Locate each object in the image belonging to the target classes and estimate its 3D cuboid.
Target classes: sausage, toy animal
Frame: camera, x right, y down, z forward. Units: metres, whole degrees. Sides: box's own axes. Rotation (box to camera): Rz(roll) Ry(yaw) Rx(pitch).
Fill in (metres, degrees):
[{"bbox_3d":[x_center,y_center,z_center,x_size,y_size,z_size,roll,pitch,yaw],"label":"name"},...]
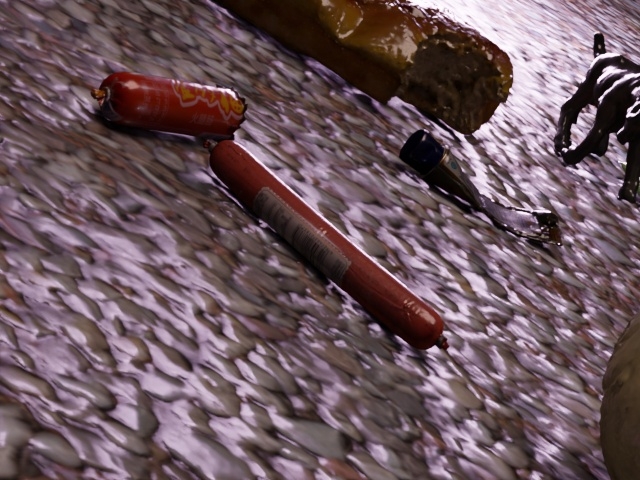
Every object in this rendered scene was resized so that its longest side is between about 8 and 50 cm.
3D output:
[{"bbox_3d":[0.000,0.000,1.395,0.253,0.034,0.034,42,21,27],"label":"sausage"},{"bbox_3d":[-0.118,-0.103,1.461,0.145,0.048,0.050,5,69,-51],"label":"sausage"},{"bbox_3d":[0.321,-0.138,2.084,0.084,0.148,0.233,27,19,-17],"label":"toy animal"}]

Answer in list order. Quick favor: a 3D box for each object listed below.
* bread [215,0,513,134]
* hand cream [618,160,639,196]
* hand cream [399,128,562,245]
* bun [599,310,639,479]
[{"bbox_3d":[0.017,-0.231,1.914,0.380,0.109,0.185,34,18,4],"label":"bread"},{"bbox_3d":[0.377,-0.040,2.081,0.095,0.046,0.175,24,17,-13],"label":"hand cream"},{"bbox_3d":[0.144,-0.043,1.744,0.163,0.039,0.062,32,15,-16],"label":"hand cream"},{"bbox_3d":[0.286,0.154,1.260,0.259,0.152,0.259,26,14,-7],"label":"bun"}]
